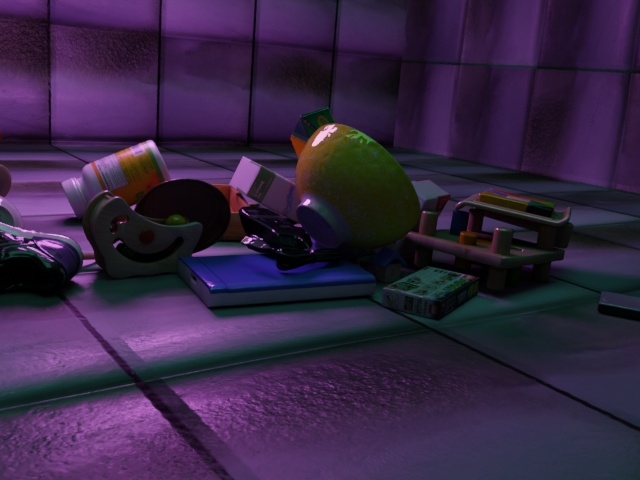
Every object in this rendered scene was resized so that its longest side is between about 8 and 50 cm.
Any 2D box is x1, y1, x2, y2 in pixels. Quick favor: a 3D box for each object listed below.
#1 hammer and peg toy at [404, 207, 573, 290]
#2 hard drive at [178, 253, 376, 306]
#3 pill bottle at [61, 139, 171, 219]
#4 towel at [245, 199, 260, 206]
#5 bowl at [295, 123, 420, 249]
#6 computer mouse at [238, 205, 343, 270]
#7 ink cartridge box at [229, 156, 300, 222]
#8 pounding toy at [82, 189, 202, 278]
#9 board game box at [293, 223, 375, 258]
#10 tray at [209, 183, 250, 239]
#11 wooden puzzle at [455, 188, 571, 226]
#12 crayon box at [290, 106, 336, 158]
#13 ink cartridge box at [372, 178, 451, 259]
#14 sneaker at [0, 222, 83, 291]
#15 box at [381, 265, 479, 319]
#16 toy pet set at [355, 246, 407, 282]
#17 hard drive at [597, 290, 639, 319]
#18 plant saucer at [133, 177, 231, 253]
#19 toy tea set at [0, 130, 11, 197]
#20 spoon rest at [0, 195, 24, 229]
[{"bbox_3d":[0.384,0.010,1.558,0.265,0.128,0.361,17,15,42],"label":"hammer and peg toy"},{"bbox_3d":[-0.085,0.066,1.337,0.318,0.040,0.210,-2,14,-26],"label":"hard drive"},{"bbox_3d":[-0.508,-0.145,1.771,0.245,0.136,0.136,-24,21,-14],"label":"pill bottle"},{"bbox_3d":[-0.226,-0.112,2.121,0.060,0.010,0.083,-9,19,-43],"label":"towel"},{"bbox_3d":[0.043,-0.075,1.441,0.289,0.290,0.156,18,56,46],"label":"bowl"},{"bbox_3d":[-0.100,0.004,1.390,0.262,0.060,0.184,29,21,37],"label":"computer mouse"},{"bbox_3d":[-0.115,-0.126,1.871,0.212,0.093,0.154,25,3,-29],"label":"ink cartridge box"},{"bbox_3d":[-0.381,-0.021,1.363,0.269,0.154,0.154,-4,16,-35],"label":"pounding toy"},{"bbox_3d":[0.000,0.000,1.610,0.194,0.060,0.194,13,15,31],"label":"board game box"},{"bbox_3d":[-0.299,-0.080,1.825,0.202,0.076,0.411,2,14,-14],"label":"tray"},{"bbox_3d":[0.437,-0.079,1.587,0.238,0.044,0.221,10,12,19],"label":"wooden puzzle"},{"bbox_3d":[0.022,-0.171,1.766,0.081,0.279,0.165,-22,-6,-14],"label":"crayon box"},{"bbox_3d":[0.199,-0.044,1.594,0.072,0.175,0.127,39,29,25],"label":"ink cartridge box"},{"bbox_3d":[-0.564,0.029,1.209,0.283,0.107,0.124,4,19,-2],"label":"sneaker"},{"bbox_3d":[0.210,0.094,1.327,0.114,0.036,0.207,12,15,30],"label":"box"},{"bbox_3d":[0.112,0.041,1.459,0.122,0.065,0.114,-5,16,-33],"label":"toy pet set"},{"bbox_3d":[0.601,0.128,1.347,0.135,0.022,0.094,10,14,22],"label":"hard drive"},{"bbox_3d":[-0.284,-0.055,1.452,0.198,0.199,0.036,0,41,-19],"label":"plant saucer"},{"bbox_3d":[-0.764,-0.151,1.359,0.124,0.200,0.336,21,24,25],"label":"toy tea set"},{"bbox_3d":[-0.678,-0.046,1.304,0.084,0.137,0.276,-14,-27,36],"label":"spoon rest"}]
